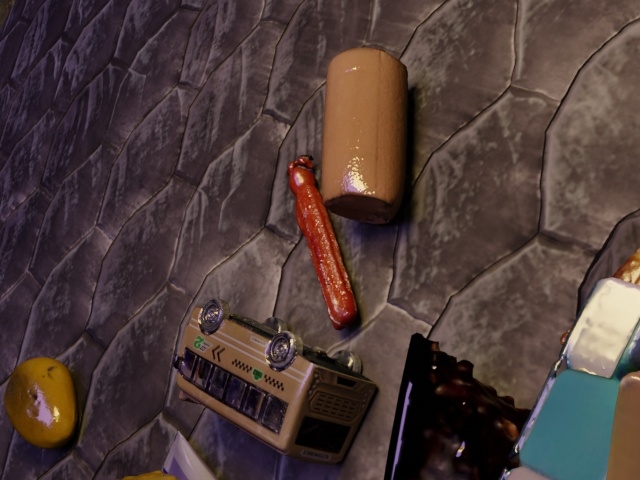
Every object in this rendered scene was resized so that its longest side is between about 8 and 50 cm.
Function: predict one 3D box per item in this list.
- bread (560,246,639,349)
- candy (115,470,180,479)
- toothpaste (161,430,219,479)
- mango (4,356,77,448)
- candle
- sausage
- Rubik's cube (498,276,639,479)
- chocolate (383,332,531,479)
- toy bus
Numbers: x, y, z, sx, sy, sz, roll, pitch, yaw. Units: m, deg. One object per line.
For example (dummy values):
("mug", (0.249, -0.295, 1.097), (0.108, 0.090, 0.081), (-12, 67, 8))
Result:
("bread", (0.336, 0.068, 1.032), (0.154, 0.054, 0.136), (2, 70, 41))
("candy", (-0.220, 0.436, 1.290), (0.260, 0.118, 0.260), (18, 111, 58))
("toothpaste", (-0.151, 0.385, 1.348), (0.371, 0.080, 0.125), (23, 92, 55))
("mango", (-0.492, 0.290, 1.751), (0.137, 0.098, 0.195), (-54, 44, 2))
("candle", (0.000, 0.000, 1.440), (0.051, 0.048, 0.329), (97, 162, -46))
("sausage", (0.062, -0.140, 1.397), (0.123, 0.123, 0.253), (-21, 52, 38))
("Rubik's cube", (0.314, 0.214, 0.725), (0.368, 0.358, 0.387), (20, 82, 50))
("chocolate", (0.165, 0.230, 1.081), (0.177, 0.206, 0.224), (12, 84, 4))
("toy bus", (-0.074, 0.189, 1.335), (0.289, 0.139, 0.157), (19, 86, 47))
